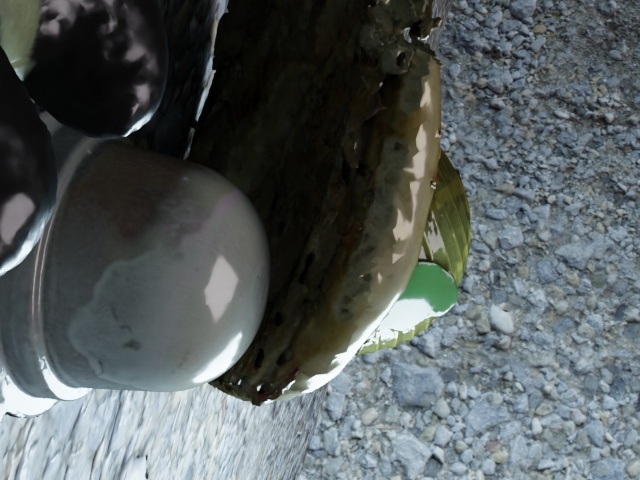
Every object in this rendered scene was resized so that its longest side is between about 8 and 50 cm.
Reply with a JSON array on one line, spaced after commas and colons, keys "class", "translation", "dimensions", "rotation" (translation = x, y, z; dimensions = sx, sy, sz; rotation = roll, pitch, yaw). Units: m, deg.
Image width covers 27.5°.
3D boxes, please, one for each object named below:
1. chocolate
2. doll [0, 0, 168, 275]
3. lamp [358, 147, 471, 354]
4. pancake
[{"class": "chocolate", "translation": [-0.103, 0.019, 0.782], "dimensions": [0.221, 0.147, 0.221], "rotation": [11, 90, -85]}, {"class": "doll", "translation": [-0.150, -0.063, 0.415], "dimensions": [0.234, 0.144, 0.135], "rotation": [-64, 141, -50]}, {"class": "lamp", "translation": [0.000, 0.000, 1.243], "dimensions": [0.250, 0.284, 0.250], "rotation": [62, -5, 9]}, {"class": "pancake", "translation": [-0.018, -0.065, 0.897], "dimensions": [0.382, 0.071, 0.382], "rotation": [-39, -135, 55]}]
